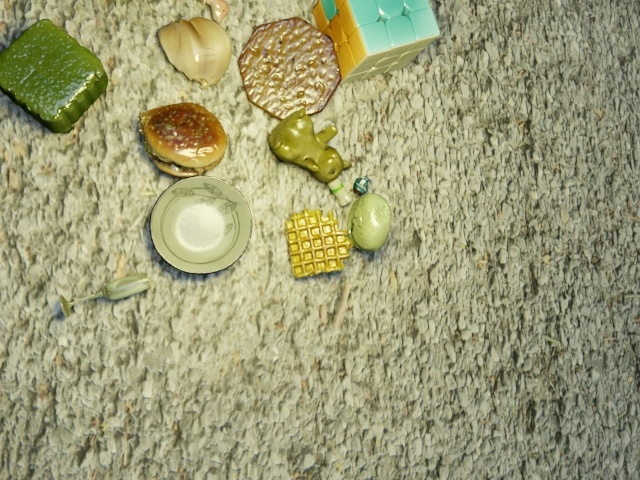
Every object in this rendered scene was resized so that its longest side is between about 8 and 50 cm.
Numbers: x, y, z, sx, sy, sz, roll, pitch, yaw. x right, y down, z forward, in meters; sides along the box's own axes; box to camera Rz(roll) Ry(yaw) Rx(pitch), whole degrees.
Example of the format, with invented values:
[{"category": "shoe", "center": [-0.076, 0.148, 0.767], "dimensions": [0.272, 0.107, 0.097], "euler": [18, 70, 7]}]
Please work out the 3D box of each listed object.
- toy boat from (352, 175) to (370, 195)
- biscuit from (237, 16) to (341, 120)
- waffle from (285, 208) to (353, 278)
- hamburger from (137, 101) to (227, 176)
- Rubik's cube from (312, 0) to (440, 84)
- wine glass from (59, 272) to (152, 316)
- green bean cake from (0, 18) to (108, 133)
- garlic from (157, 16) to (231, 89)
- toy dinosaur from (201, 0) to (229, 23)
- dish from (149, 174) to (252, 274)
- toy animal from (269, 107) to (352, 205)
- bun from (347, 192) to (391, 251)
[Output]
[{"category": "toy boat", "center": [0.147, -0.196, 1.812], "dimensions": [0.060, 0.137, 0.061], "euler": [39, 105, -2]}, {"category": "biscuit", "center": [-0.103, -0.583, 1.775], "dimensions": [0.358, 0.046, 0.360], "euler": [0, 92, -3]}, {"category": "waffle", "center": [0.000, 0.000, 1.753], "dimensions": [0.218, 0.057, 0.230], "euler": [-9, 89, 3]}, {"category": "hamburger", "center": [-0.427, -0.324, 1.625], "dimensions": [0.285, 0.146, 0.243], "euler": [22, 59, 3]}, {"category": "Rubik's cube", "center": [0.181, -0.747, 1.780], "dimensions": [0.290, 0.291, 0.292], "euler": [-20, 93, -17]}, {"category": "wine glass", "center": [-0.642, 0.158, 1.577], "dimensions": [0.262, 0.074, 0.074], "euler": [-18, 91, -18]}, {"category": "green bean cake", "center": [-0.791, -0.480, 1.532], "dimensions": [0.247, 0.156, 0.250], "euler": [39, 76, -9]}, {"category": "garlic", "center": [-0.392, -0.623, 1.693], "dimensions": [0.217, 0.110, 0.228], "euler": [-27, 94, -20]}, {"category": "toy dinosaur", "center": [-0.373, -0.836, 1.699], "dimensions": [0.176, 0.152, 0.194], "euler": [10, 89, -24]}, {"category": "dish", "center": [-0.379, -0.047, 1.654], "dimensions": [0.316, 0.106, 0.317], "euler": [1, 88, -16]}, {"category": "toy animal", "center": [0.002, -0.281, 1.748], "dimensions": [0.362, 0.180, 0.181], "euler": [31, 73, -14]}, {"category": "bun", "center": [0.155, -0.063, 1.759], "dimensions": [0.108, 0.221, 0.222], "euler": [10, 83, -16]}]
